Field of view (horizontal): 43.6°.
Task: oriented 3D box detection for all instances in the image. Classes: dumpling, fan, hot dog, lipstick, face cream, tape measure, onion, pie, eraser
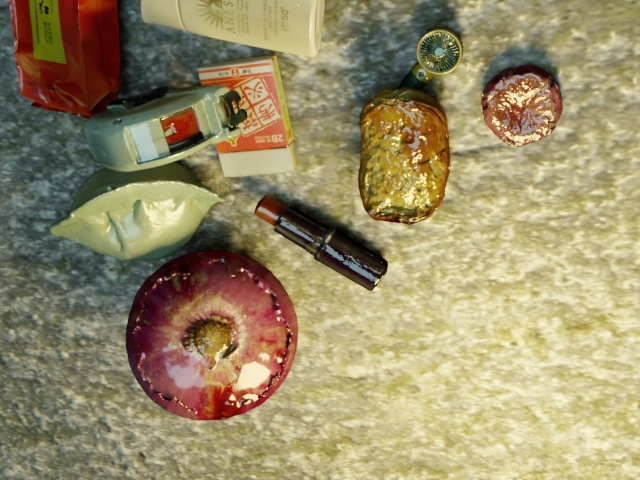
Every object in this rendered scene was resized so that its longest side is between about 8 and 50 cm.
[{"bbox_3d":[-0.397,-0.074,1.661,0.320,0.211,0.270,-44,135,16],"label":"dumpling"},{"bbox_3d":[0.193,-0.317,1.446,0.082,0.039,0.155,38,122,-5],"label":"fan"},{"bbox_3d":[0.154,-0.166,1.495,0.175,0.114,0.259,8,116,18],"label":"hot dog"},{"bbox_3d":[0.000,0.000,1.640,0.300,0.081,0.081,32,120,-2],"label":"lipstick"},{"bbox_3d":[-0.167,-0.442,1.457,0.349,0.081,0.173,14,136,9],"label":"face cream"},{"bbox_3d":[-0.308,-0.222,1.516,0.243,0.246,0.125,5,117,45],"label":"tape measure"},{"bbox_3d":[-0.222,0.189,1.698,0.358,0.345,0.358,2,106,5],"label":"onion"},{"bbox_3d":[0.361,-0.239,1.435,0.154,0.038,0.153,7,120,12],"label":"pie"},{"bbox_3d":[-0.141,-0.241,1.583,0.157,0.038,0.230,-3,115,19],"label":"eraser"}]

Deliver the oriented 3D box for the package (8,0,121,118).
[{"bbox_3d":[-0.489,-0.441,1.517,0.196,0.123,0.423,13,122,20],"label":"package"}]
